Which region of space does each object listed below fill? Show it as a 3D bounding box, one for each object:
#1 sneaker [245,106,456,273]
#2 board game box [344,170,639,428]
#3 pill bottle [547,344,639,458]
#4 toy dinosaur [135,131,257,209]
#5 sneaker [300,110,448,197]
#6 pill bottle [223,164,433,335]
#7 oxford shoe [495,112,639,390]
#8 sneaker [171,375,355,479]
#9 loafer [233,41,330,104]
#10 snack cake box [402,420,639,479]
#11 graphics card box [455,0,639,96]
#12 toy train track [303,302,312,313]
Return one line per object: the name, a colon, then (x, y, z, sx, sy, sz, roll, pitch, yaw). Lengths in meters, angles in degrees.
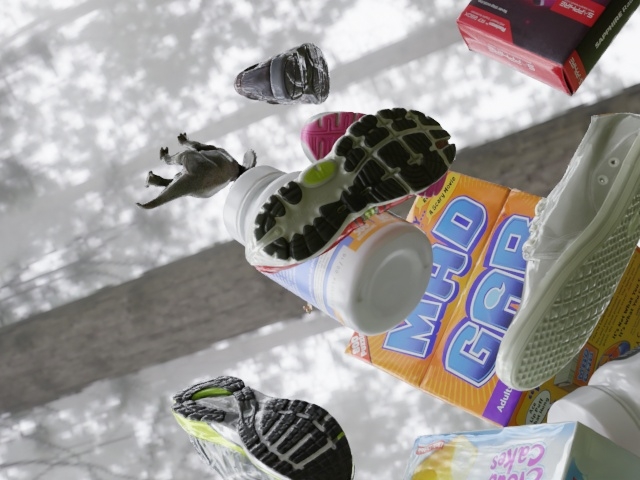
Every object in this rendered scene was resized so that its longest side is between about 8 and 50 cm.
sneaker: (0.026, -0.056, 1.397, 0.279, 0.118, 0.107, -31, -98, -20)
board game box: (0.336, 0.135, 2.084, 0.356, 0.356, 0.356, 30, -96, -46)
pill bottle: (0.419, 0.193, 1.461, 0.283, 0.161, 0.161, -23, -86, -23)
toy dinosaur: (-0.219, -0.126, 2.270, 0.313, 0.160, 0.121, -17, -66, -58)
sneaker: (0.059, -0.119, 1.708, 0.252, 0.111, 0.103, 15, -88, -42)
pill bottle: (0.000, 0.000, 1.590, 0.152, 0.272, 0.152, -26, -50, -35)
oxford shoe: (0.339, 0.006, 1.670, 0.449, 0.130, 0.169, -58, -32, -21)
sneaker: (-0.059, 0.255, 1.479, 0.111, 0.300, 0.121, -32, -61, -27)
loafer: (-0.060, -0.279, 2.104, 0.302, 0.095, 0.109, -28, -67, -73)
snack cake box: (0.224, 0.269, 1.319, 0.152, 0.264, 0.089, 33, -117, -23)
graphics card box: (0.426, -0.443, 2.062, 0.371, 0.233, 0.094, -51, -37, -7)
toy train track: (-0.027, 0.093, 2.207, 0.048, 0.014, 0.083, -115, 19, -62)
